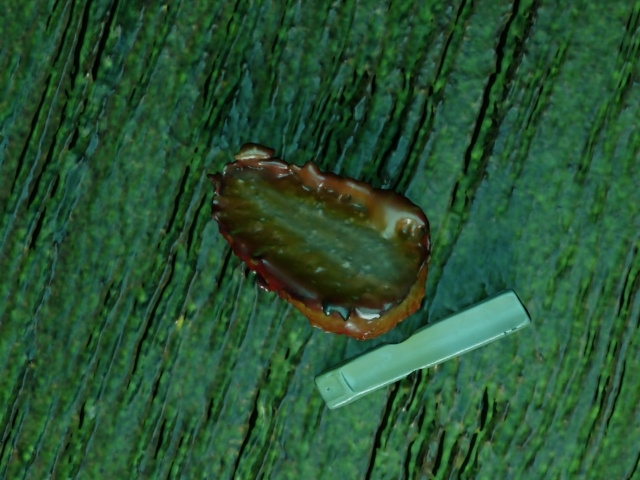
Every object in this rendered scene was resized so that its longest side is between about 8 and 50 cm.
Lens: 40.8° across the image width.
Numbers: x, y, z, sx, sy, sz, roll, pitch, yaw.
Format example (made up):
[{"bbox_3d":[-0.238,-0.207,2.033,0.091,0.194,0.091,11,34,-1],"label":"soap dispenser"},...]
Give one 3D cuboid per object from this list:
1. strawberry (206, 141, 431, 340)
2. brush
[{"bbox_3d":[0.000,0.000,0.676,0.188,0.082,0.121,34,71,15],"label":"strawberry"},{"bbox_3d":[0.079,0.085,0.684,0.178,0.030,0.033,-26,92,14],"label":"brush"}]
